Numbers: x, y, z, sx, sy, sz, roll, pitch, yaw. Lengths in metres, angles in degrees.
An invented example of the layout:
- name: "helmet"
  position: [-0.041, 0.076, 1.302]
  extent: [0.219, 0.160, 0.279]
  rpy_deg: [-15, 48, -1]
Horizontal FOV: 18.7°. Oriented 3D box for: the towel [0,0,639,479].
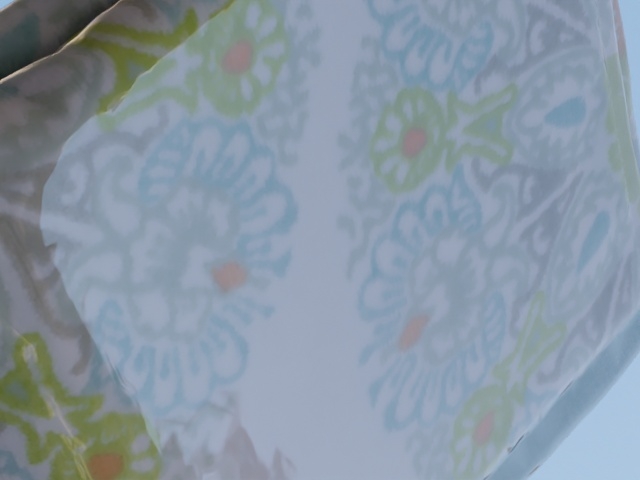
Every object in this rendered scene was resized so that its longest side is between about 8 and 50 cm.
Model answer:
- name: "towel"
  position: [0.000, 0.000, 0.774]
  extent: [0.090, 0.321, 0.374]
  rpy_deg: [16, -133, 40]
